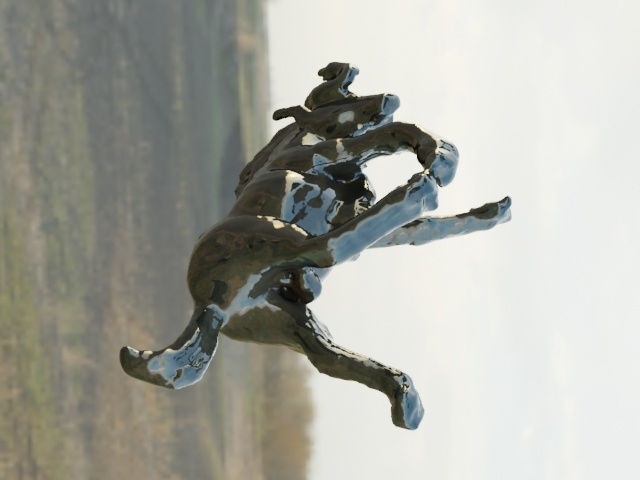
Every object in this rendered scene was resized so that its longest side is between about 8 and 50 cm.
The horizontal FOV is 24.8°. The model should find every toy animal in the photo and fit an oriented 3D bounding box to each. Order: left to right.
[{"bbox_3d":[0.000,0.000,0.710,0.232,0.148,0.084,-59,139,-41],"label":"toy animal"}]
